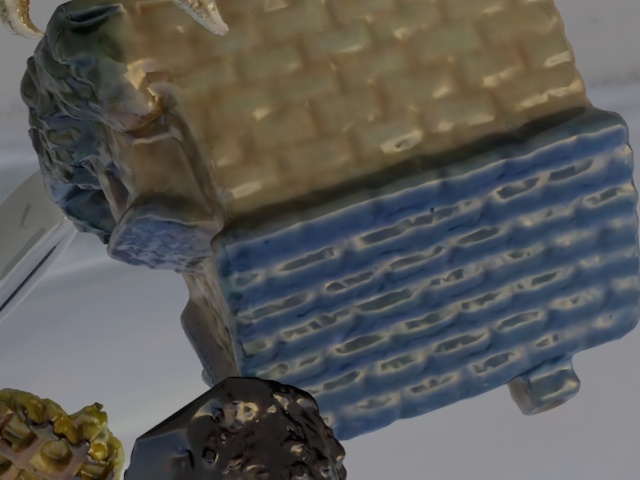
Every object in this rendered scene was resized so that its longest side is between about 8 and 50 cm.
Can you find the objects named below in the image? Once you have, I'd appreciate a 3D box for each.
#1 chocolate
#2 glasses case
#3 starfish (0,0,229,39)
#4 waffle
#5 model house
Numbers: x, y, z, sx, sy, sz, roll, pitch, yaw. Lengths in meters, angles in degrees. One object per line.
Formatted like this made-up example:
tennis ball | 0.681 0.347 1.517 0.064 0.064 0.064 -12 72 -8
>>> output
chocolate | -0.029 0.182 1.255 0.156 0.156 0.133 -16 -142 -23
glasses case | -0.348 0.013 2.215 0.059 0.092 0.233 17 122 -48
starfish | -0.106 -0.207 1.172 0.238 0.071 0.216 -42 -133 -16
waffle | -0.277 0.232 1.746 0.243 0.237 0.058 -6 -149 18
model house | 0.000 0.000 1.583 0.395 0.400 0.445 -21 171 -19
